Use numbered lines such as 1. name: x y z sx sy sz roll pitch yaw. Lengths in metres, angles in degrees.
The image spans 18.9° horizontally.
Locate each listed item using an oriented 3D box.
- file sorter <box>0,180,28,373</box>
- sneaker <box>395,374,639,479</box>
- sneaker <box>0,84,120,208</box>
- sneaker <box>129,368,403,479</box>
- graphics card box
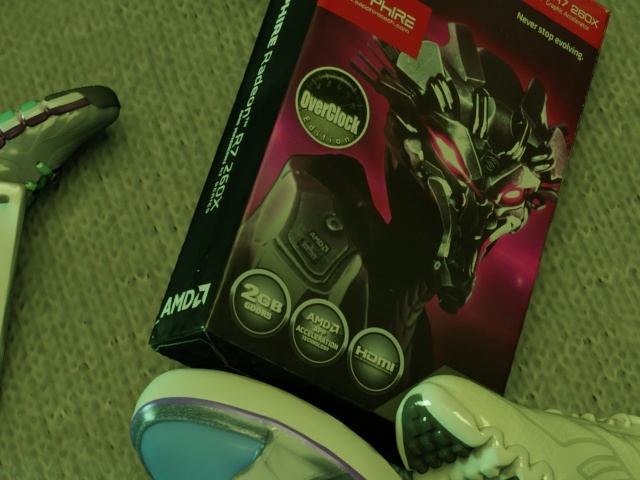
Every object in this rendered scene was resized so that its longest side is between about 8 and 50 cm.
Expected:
1. file sorter: -0.364 0.039 1.290 0.278 0.173 0.193 9 95 4
2. sneaker: 0.170 0.158 1.262 0.292 0.110 0.118 35 59 -24
3. sneaker: -0.235 -0.029 1.402 0.224 0.083 0.098 -26 84 2
4. sneaker: -0.023 0.246 1.181 0.323 0.130 0.236 38 44 -1
5. graphics card box: 0.049 -0.051 1.328 0.233 0.094 0.371 29 68 -24
